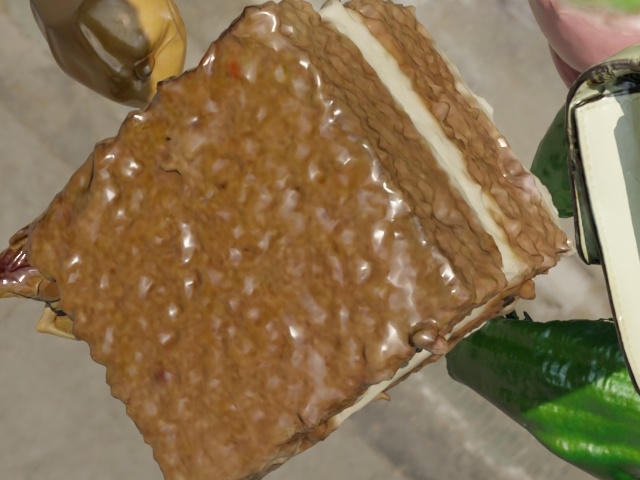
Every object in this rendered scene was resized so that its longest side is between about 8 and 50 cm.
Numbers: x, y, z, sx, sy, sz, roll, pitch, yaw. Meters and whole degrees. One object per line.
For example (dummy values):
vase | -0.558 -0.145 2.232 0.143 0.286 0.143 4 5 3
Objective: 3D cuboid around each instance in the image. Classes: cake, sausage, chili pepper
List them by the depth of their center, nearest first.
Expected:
cake | 0.000 0.000 0.629 0.134 0.135 0.147 58 24 13
sausage | -0.193 -0.204 1.616 0.136 0.120 0.241 43 8 -30
chili pepper | 0.320 0.181 1.986 0.167 0.385 0.213 -61 143 -12

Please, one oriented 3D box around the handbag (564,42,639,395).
handbag | 0.340 -0.062 1.150 0.358 0.160 0.237 -25 109 -29

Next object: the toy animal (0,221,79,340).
toy animal | -0.214 0.008 1.520 0.188 0.179 0.089 -15 62 -47

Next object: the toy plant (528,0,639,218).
toy plant | 0.263 -0.165 1.416 0.211 0.317 0.356 66 12 20
